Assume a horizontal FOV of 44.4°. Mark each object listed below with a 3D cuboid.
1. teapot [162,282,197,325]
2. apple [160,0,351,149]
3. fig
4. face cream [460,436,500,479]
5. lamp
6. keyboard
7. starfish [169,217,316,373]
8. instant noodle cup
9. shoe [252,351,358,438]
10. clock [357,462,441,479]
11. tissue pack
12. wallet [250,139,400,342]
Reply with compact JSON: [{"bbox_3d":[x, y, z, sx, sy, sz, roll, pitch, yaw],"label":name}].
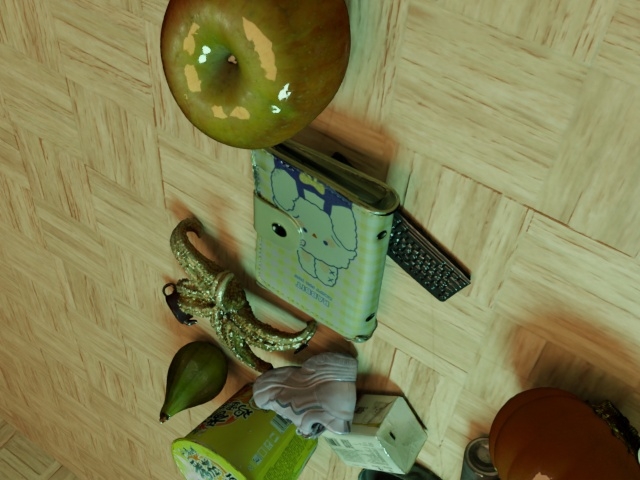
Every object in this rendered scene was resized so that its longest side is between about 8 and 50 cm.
[{"bbox_3d":[-0.276,0.126,1.548,0.100,0.045,0.068,57,169,9],"label":"teapot"},{"bbox_3d":[-0.067,-0.217,0.877,0.235,0.173,0.210,-18,108,42],"label":"apple"},{"bbox_3d":[-0.258,0.301,1.604,0.127,0.184,0.133,31,148,-34],"label":"fig"},{"bbox_3d":[0.266,0.433,1.311,0.073,0.073,0.283,24,141,26],"label":"face cream"},{"bbox_3d":[0.317,0.292,1.008,0.223,0.196,0.223,49,-177,-4],"label":"lamp"},{"bbox_3d":[0.093,-0.014,1.061,0.250,0.017,0.087,43,145,-1],"label":"keyboard"},{"bbox_3d":[-0.150,0.110,1.357,0.303,0.113,0.312,35,154,16],"label":"starfish"},{"bbox_3d":[-0.145,0.429,1.599,0.264,0.200,0.264,26,141,23],"label":"instant noodle cup"},{"bbox_3d":[-0.028,0.282,1.356,0.095,0.137,0.245,20,148,-37],"label":"shoe"},{"bbox_3d":[0.175,0.499,1.494,0.226,0.049,0.226,27,143,22],"label":"clock"},{"bbox_3d":[0.090,0.330,1.352,0.149,0.099,0.106,-8,124,48],"label":"tissue pack"},{"bbox_3d":[0.000,0.000,1.098,0.223,0.077,0.309,34,148,22],"label":"wallet"}]
